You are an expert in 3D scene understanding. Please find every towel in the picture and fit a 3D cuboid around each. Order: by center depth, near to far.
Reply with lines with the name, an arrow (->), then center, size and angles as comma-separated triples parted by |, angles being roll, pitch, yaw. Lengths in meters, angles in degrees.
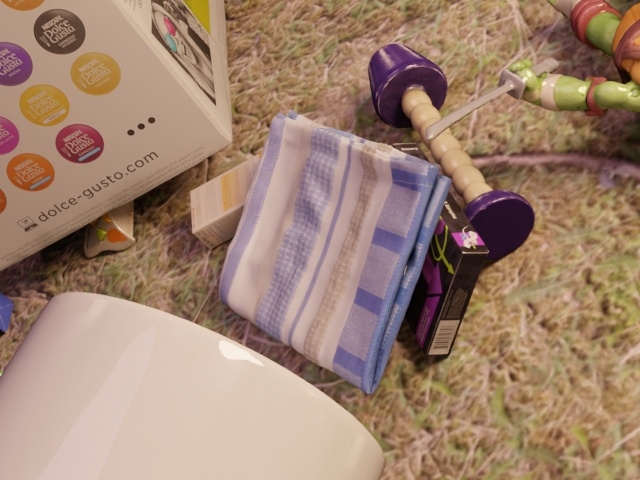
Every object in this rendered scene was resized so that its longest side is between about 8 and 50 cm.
towel -> 0.000, 0.000, 1.187 | 0.285, 0.034, 0.209 | 26, 99, 56

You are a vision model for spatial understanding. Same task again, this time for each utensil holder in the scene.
utensil holder -> -0.161, 0.276, 0.966 | 0.327, 0.327, 0.386 | 5, 62, 42

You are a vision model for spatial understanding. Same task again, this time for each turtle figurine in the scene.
turtle figurine -> 0.235, -0.204, 1.078 | 0.274, 0.198, 0.266 | 8, 33, -3

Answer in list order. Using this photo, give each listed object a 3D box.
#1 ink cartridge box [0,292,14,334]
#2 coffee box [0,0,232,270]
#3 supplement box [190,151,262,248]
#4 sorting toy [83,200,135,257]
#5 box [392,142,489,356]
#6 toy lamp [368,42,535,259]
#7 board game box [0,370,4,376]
ink cartridge box -> -0.474, 0.091, 1.537 | 0.207, 0.097, 0.046 | -16, 49, 31
coffee box -> -0.329, -0.237, 1.447 | 0.337, 0.334, 0.338 | -28, 36, 16
supplement box -> -0.088, -0.042, 1.365 | 0.098, 0.036, 0.062 | -27, 45, 21
sorting toy -> -0.248, -0.019, 1.486 | 0.075, 0.044, 0.083 | -42, 38, 35
box -> 0.088, 0.006, 1.139 | 0.162, 0.029, 0.116 | -116, 33, -48
toy lamp -> 0.112, -0.094, 1.214 | 0.080, 0.080, 0.275 | -37, 45, 11
board game box -> -0.486, 0.244, 1.468 | 0.317, 0.046, 0.214 | -2, 59, 39
